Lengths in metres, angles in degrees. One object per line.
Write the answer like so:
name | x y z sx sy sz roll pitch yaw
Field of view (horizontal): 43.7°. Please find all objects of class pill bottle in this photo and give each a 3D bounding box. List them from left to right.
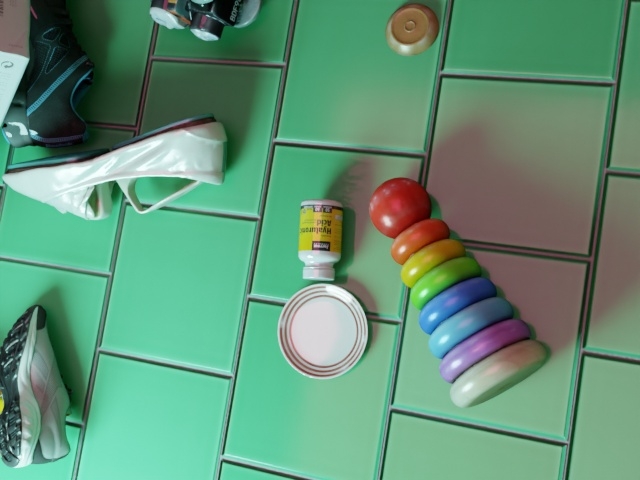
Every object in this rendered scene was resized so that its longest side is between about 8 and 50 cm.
pill bottle | 0.000 0.000 1.186 0.065 0.065 0.116 0 83 18

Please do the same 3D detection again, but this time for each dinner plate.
dinner plate | 0.004 0.135 1.191 0.141 0.017 0.141 -3 82 19

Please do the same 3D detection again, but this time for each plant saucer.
plant saucer | 0.137 -0.323 1.210 0.083 0.015 0.083 -3 82 18

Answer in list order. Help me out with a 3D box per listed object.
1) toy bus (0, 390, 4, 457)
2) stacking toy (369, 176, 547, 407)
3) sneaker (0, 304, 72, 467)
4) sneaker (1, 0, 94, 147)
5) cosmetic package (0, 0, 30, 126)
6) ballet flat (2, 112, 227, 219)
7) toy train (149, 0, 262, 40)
toy bus | -0.606 0.300 1.327 0.191 0.104 0.202 -6 80 18
stacking toy | 0.165 0.057 1.098 0.141 0.141 0.330 -34 67 11
sneaker | -0.461 0.235 1.300 0.100 0.108 0.271 -33 56 37
sneaker | -0.454 -0.318 1.372 0.140 0.125 0.341 3 81 -7
cosmetic package | -0.580 -0.268 1.254 0.385 0.156 0.217 -41 51 44
ballet flat | -0.332 -0.099 1.288 0.400 0.139 0.139 -11 79 16
toy train | -0.169 -0.487 1.279 0.190 0.142 0.334 18 91 33
